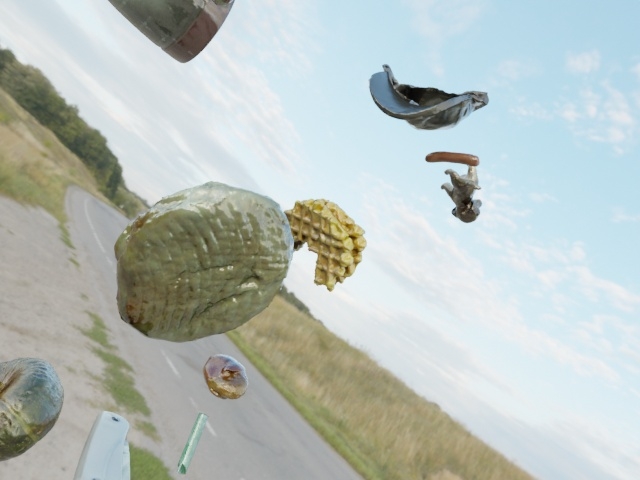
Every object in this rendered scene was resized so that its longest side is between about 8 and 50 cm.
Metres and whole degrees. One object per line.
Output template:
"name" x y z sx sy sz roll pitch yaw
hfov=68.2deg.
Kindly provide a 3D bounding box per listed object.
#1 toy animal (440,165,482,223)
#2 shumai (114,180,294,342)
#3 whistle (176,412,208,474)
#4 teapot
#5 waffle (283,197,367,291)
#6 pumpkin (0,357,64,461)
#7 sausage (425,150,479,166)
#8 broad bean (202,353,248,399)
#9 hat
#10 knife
"toy animal" 0.524 -0.176 1.712 0.233 0.121 0.169 70 0 -56
"shumai" -0.175 -0.003 0.677 0.222 0.271 0.204 55 10 -41
"whistle" -0.417 0.661 1.540 0.039 0.187 0.039 14 -30 8
"teapot" -0.346 -0.585 1.019 0.314 0.234 0.312 -2 -24 45
"waffle" 0.000 0.000 1.634 0.324 0.261 0.151 42 24 24
"pumpkin" -0.740 0.381 1.103 0.260 0.260 0.190 28 -38 47
"sausage" 0.438 -0.273 1.573 0.186 0.043 0.043 13 -24 35
"broad bean" -0.345 0.490 1.704 0.156 0.122 0.228 27 -2 -29
"hat" 0.304 -0.409 1.490 0.366 0.382 0.258 24 -37 23
"knife" -0.301 0.306 0.665 0.073 0.041 0.265 23 -7 -20
